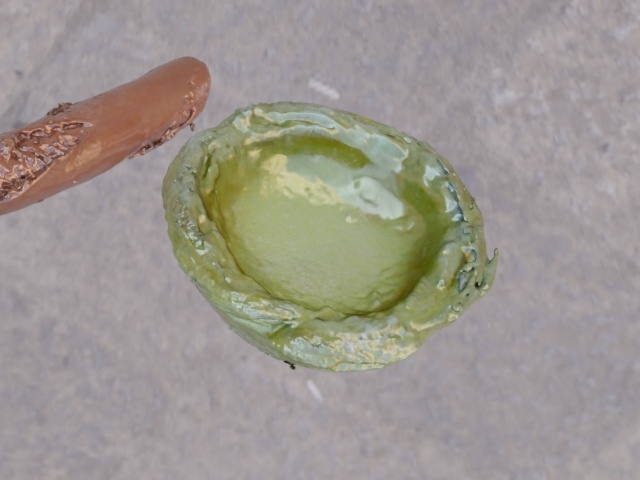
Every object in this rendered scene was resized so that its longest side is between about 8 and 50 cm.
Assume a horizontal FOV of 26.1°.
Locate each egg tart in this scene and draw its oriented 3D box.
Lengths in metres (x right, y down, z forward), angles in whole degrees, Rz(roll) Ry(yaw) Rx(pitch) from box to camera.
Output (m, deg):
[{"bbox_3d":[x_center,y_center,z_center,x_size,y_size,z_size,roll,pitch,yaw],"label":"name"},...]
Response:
[{"bbox_3d":[0.000,0.000,0.805,0.197,0.197,0.078,10,144,-9],"label":"egg tart"}]

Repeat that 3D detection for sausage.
[{"bbox_3d":[-0.222,-0.095,1.290,0.087,0.326,0.079,8,118,44],"label":"sausage"}]
